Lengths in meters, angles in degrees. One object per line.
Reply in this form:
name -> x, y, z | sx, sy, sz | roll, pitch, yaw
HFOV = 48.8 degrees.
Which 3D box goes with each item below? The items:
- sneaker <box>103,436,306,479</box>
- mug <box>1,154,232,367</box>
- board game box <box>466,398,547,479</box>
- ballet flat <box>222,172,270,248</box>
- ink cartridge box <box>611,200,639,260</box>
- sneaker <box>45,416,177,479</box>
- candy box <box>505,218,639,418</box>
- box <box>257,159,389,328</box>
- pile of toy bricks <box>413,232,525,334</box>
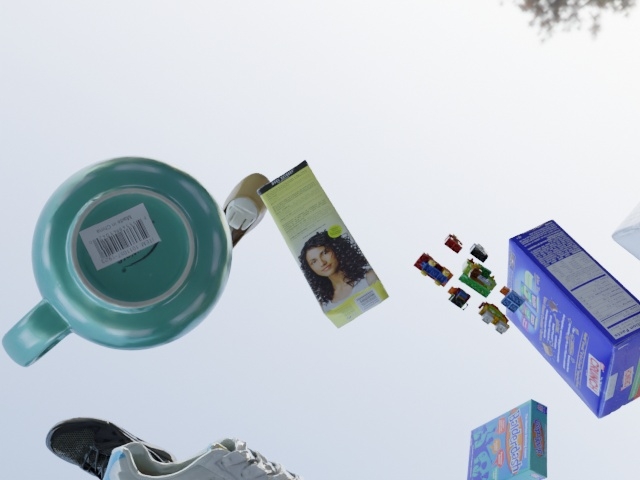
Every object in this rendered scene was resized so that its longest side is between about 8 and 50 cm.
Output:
sneaker -> -0.050, 0.196, 0.517 | 0.229, 0.087, 0.092 | 1, -95, -1
mug -> -0.128, 0.021, 0.471 | 0.129, 0.097, 0.158 | 18, -99, -11
board game box -> 0.391, 0.447, 1.487 | 0.047, 0.210, 0.160 | 28, -132, -13
ballet flat -> -0.164, -0.025, 1.330 | 0.080, 0.232, 0.073 | 30, -151, -12
ink cartridge box -> 0.512, -0.054, 0.760 | 0.226, 0.306, 0.131 | 41, 180, 10
sneaker -> -0.340, 0.367, 1.151 | 0.227, 0.130, 0.087 | 30, -87, -15
candy box -> 0.518, 0.158, 1.434 | 0.122, 0.268, 0.317 | -24, -132, -10
box -> 0.000, 0.000, 0.954 | 0.232, 0.087, 0.058 | 58, -178, 35
pile of toy bricks -> 0.286, 0.066, 1.316 | 0.212, 0.118, 0.105 | 36, -159, -1
